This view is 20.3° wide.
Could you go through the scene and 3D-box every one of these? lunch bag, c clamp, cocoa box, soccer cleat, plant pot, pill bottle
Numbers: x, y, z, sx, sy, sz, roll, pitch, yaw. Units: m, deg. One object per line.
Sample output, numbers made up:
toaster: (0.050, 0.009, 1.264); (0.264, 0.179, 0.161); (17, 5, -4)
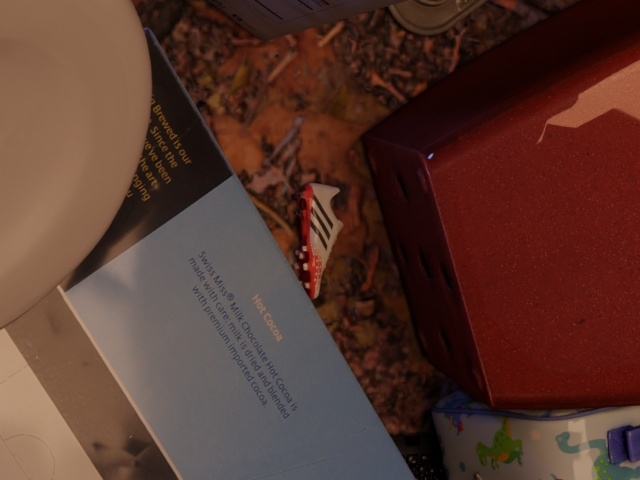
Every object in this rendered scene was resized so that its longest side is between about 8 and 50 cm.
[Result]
lunch bag: (0.205, 0.136, 1.292); (0.219, 0.176, 0.090); (-12, 96, -33)
c clamp: (0.084, -0.226, 1.309); (0.160, 0.022, 0.137); (-32, 105, -18)
cocoa box: (-0.142, 0.071, 1.116); (0.228, 0.231, 0.347); (-35, 106, -18)
soccer cleat: (0.000, 0.000, 1.285); (0.035, 0.029, 0.083); (-3, 90, -19)
plant pot: (0.178, -0.018, 1.252); (0.235, 0.267, 0.267); (-18, 101, -8)
pill bottle: (-0.288, -0.133, 0.900); (0.229, 0.407, 0.229); (-30, 140, -29)

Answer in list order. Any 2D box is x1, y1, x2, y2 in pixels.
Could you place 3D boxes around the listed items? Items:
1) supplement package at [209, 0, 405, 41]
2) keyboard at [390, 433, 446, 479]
supplement package: (-0.011, -0.254, 1.112); (0.175, 0.293, 0.177); (36, 79, -16)
keyboard: (0.072, 0.195, 1.326); (0.192, 0.038, 0.100); (-1, 94, -23)
